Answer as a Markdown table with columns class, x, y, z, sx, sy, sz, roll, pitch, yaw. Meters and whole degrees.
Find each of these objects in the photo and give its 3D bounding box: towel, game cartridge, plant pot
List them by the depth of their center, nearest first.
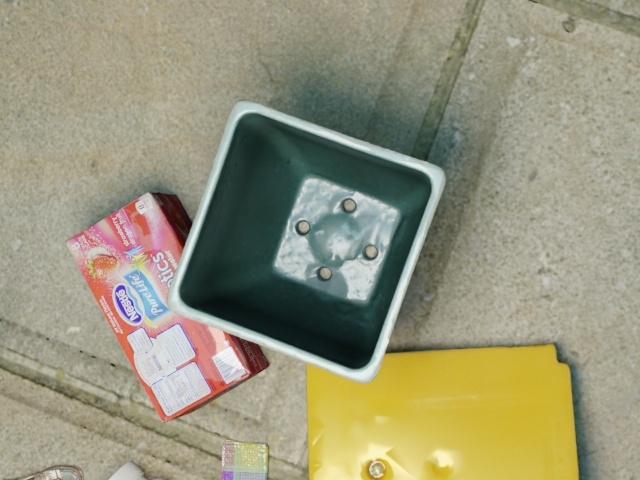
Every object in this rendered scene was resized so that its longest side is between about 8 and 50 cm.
| class | x | y | z | sx | sy | sz | roll | pitch | yaw |
| --- | --- | --- | --- | --- | --- | --- | --- | --- | --- |
| plant pot | 0.000 | 0.000 | 1.620 | 0.247 | 0.252 | 0.248 | 20 | 93 | 8 |
| game cartridge | 0.146 | 0.273 | 1.671 | 0.323 | 0.053 | 0.285 | -3 | 76 | 7 |
| towel | -0.095 | 0.294 | 1.758 | 0.060 | 0.009 | 0.083 | 1 | 91 | 9 |

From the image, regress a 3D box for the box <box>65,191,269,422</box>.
| class | x | y | z | sx | sy | sz | roll | pitch | yaw |
| --- | --- | --- | --- | --- | --- | --- | --- | --- | --- |
| box | -0.186 | 0.079 | 1.715 | 0.128 | 0.122 | 0.257 | -30 | 85 | 8 |

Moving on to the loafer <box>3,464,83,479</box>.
| class | x | y | z | sx | sy | sz | roll | pitch | yaw |
| --- | --- | --- | --- | --- | --- | --- | --- | --- | --- |
| loafer | -0.367 | 0.319 | 1.787 | 0.125 | 0.039 | 0.045 | -14 | 87 | 9 |

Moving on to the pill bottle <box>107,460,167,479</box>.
| class | x | y | z | sx | sy | sz | roll | pitch | yaw |
| --- | --- | --- | --- | --- | --- | --- | --- | --- | --- |
| pill bottle | -0.198 | 0.356 | 1.732 | 0.169 | 0.094 | 0.094 | 41 | 96 | 7 |
